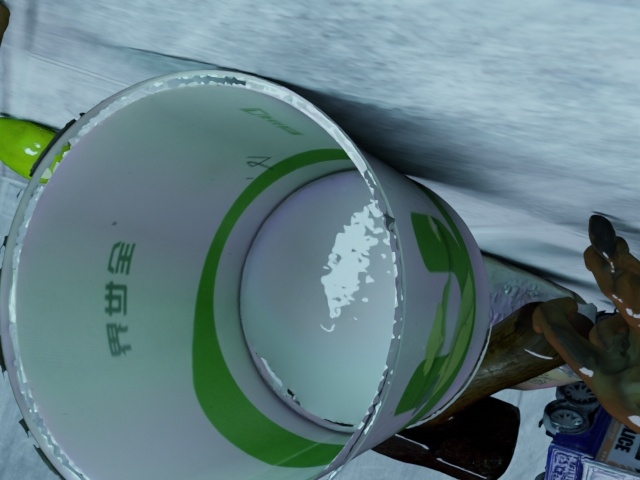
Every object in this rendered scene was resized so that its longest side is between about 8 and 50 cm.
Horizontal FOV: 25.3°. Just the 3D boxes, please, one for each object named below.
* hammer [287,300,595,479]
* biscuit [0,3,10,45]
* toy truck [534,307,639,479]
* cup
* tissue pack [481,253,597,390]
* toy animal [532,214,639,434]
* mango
[{"bbox_3d":[0.125,0.132,1.315,0.242,0.095,0.409,22,159,-10],"label":"hammer"},{"bbox_3d":[-0.311,-0.146,0.786,0.269,0.051,0.376,20,176,-23],"label":"biscuit"},{"bbox_3d":[0.325,0.194,1.494,0.155,0.124,0.268,16,-145,19],"label":"toy truck"},{"bbox_3d":[-0.024,0.039,0.883,0.253,0.253,0.274,15,-177,23],"label":"cup"},{"bbox_3d":[0.148,0.076,1.479,0.215,0.123,0.256,19,168,-13],"label":"tissue pack"},{"bbox_3d":[0.244,0.095,1.014,0.157,0.097,0.312,56,-167,23],"label":"toy animal"},{"bbox_3d":[-0.298,-0.094,1.453,0.108,0.056,0.073,28,177,21],"label":"mango"}]
